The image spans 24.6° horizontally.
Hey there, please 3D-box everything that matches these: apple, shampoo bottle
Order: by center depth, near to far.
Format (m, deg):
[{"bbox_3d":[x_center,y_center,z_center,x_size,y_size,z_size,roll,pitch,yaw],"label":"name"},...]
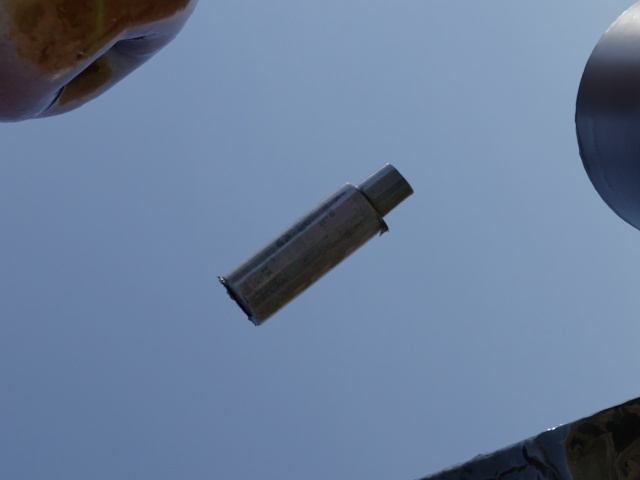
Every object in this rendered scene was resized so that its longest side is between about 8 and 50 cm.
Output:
[{"bbox_3d":[-0.292,-0.296,1.477,0.305,0.338,0.338,58,-152,0],"label":"apple"},{"bbox_3d":[0.000,0.000,1.498,0.072,0.214,0.072,51,171,11],"label":"shampoo bottle"}]

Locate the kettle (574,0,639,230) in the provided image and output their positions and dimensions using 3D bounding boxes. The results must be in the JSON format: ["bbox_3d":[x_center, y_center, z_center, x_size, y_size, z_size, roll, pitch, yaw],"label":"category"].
[{"bbox_3d":[0.224,-0.032,0.683,0.232,0.144,0.202,-133,30,-80],"label":"kettle"}]

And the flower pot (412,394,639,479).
[{"bbox_3d":[0.126,0.164,0.828,0.103,0.229,0.108,-14,-103,-33],"label":"flower pot"}]
